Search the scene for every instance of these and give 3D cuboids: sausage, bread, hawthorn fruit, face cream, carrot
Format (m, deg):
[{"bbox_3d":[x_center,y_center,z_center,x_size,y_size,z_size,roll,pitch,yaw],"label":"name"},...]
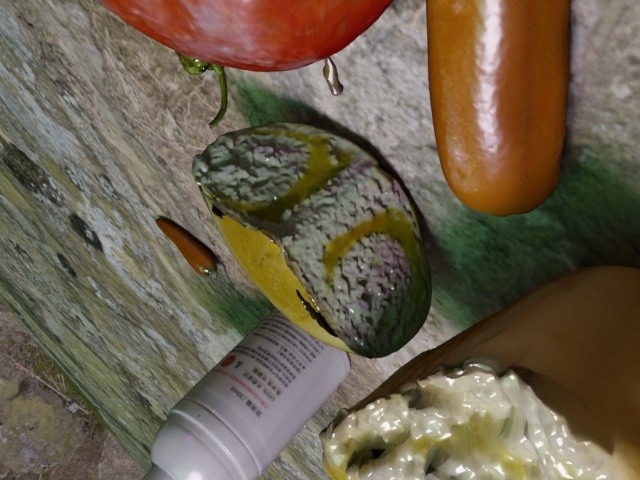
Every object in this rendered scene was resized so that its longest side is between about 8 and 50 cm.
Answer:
[{"bbox_3d":[0.121,-0.115,0.497,0.098,0.098,0.238,20,139,35],"label":"sausage"},{"bbox_3d":[0.177,0.157,0.574,0.211,0.270,0.316,59,141,6],"label":"bread"},{"bbox_3d":[-0.010,-0.009,0.725,0.260,0.158,0.156,55,157,-16],"label":"bread"},{"bbox_3d":[-0.031,-0.203,0.460,0.242,0.242,0.271,11,146,42],"label":"hawthorn fruit"},{"bbox_3d":[-0.126,0.252,0.929,0.145,0.370,0.145,31,146,24],"label":"face cream"},{"bbox_3d":[-0.198,0.008,1.060,0.142,0.035,0.035,43,149,19],"label":"carrot"}]

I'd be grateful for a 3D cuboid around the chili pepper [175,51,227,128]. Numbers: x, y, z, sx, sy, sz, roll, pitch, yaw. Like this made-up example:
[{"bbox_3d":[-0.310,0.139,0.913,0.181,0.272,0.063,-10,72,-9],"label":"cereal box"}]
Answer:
[{"bbox_3d":[-0.121,-0.213,0.685,0.072,0.073,0.204,12,126,67],"label":"chili pepper"}]
